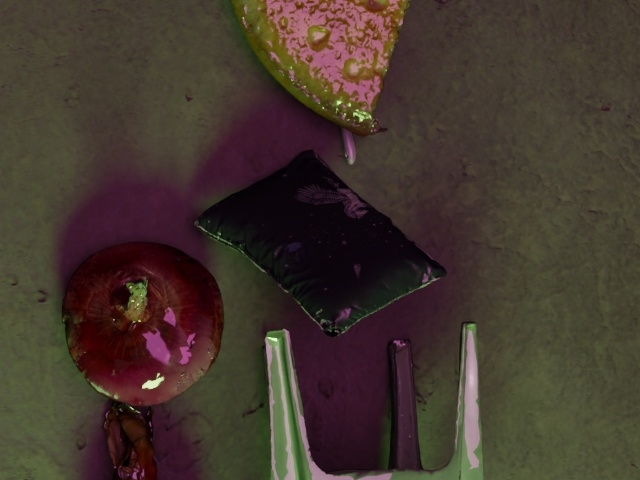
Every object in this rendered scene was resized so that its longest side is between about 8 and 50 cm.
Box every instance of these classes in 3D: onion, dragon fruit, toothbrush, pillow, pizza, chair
[{"bbox_3d":[-0.152,0.063,1.687,0.150,0.140,0.150,4,71,-11],"label":"onion"},{"bbox_3d":[-0.153,0.252,1.707,0.125,0.125,0.246,-10,75,-2],"label":"dragon fruit"},{"bbox_3d":[0.019,-0.151,1.804,0.017,0.014,0.162,-10,89,-14],"label":"toothbrush"},{"bbox_3d":[0.000,0.000,1.712,0.141,0.208,0.055,-31,138,-25],"label":"pillow"},{"bbox_3d":[0.012,-0.240,1.772,0.197,0.058,0.292,-28,91,-8],"label":"pizza"},{"bbox_3d":[0.036,0.219,1.728,0.203,0.190,0.275,0,81,-14],"label":"chair"}]
